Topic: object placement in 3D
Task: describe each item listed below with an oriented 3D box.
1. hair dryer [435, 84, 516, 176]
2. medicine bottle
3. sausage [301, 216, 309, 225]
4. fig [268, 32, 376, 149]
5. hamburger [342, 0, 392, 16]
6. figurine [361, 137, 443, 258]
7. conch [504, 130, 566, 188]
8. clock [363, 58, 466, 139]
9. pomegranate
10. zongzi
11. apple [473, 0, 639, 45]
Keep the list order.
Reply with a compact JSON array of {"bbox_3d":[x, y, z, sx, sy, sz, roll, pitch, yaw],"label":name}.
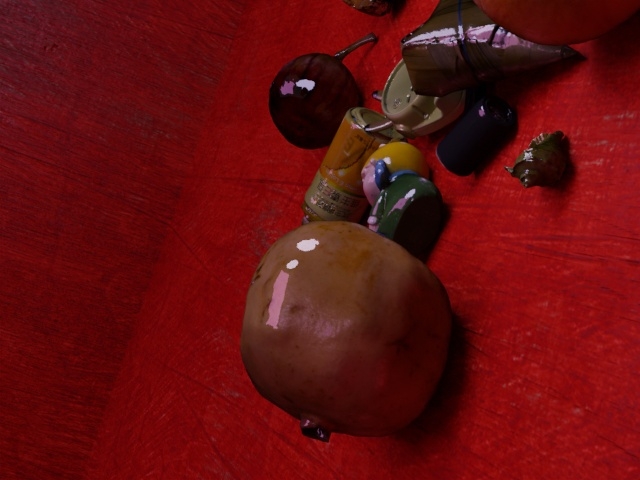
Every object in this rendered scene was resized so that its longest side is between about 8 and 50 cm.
[{"bbox_3d":[0.250,-0.231,1.878,0.128,0.070,0.255,-48,24,46],"label":"hair dryer"},{"bbox_3d":[0.054,-0.120,2.202,0.239,0.124,0.124,-62,21,25],"label":"medicine bottle"},{"bbox_3d":[0.000,0.000,2.369,0.033,0.033,0.269,-66,20,13],"label":"sausage"},{"bbox_3d":[-0.005,-0.320,2.484,0.203,0.186,0.249,105,180,-57],"label":"fig"},{"bbox_3d":[0.070,-0.553,2.421,0.107,0.231,0.231,-57,24,37],"label":"hamburger"},{"bbox_3d":[0.121,-0.062,1.990,0.234,0.127,0.185,55,132,55],"label":"figurine"},{"bbox_3d":[0.291,-0.109,1.615,0.089,0.074,0.121,-1,43,34],"label":"conch"},{"bbox_3d":[0.166,-0.255,2.045,0.232,0.069,0.170,-27,43,47],"label":"clock"},{"bbox_3d":[0.028,0.136,1.750,0.332,0.332,0.332,-54,25,40],"label":"pomegranate"},{"bbox_3d":[0.289,-0.326,1.813,0.289,0.123,0.260,-4,33,33],"label":"zongzi"},{"bbox_3d":[0.310,-0.390,1.539,0.233,0.286,0.286,-16,-52,-77],"label":"apple"}]
